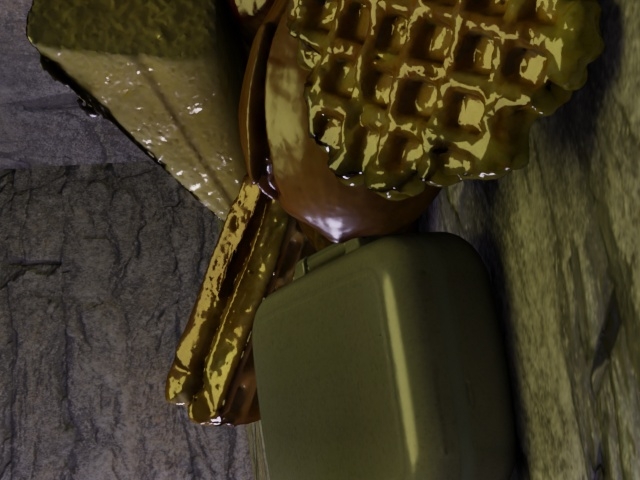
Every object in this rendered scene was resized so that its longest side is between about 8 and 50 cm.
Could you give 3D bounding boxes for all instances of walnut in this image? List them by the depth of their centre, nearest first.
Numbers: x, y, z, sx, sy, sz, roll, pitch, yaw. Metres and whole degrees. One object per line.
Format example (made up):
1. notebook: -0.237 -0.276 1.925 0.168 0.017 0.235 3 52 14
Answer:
1. walnut: 0.046 -0.164 1.168 0.209 0.208 0.336 -139 64 -77

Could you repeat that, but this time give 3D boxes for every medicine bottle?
1. medicine bottle: 0.049 0.140 1.279 0.375 0.123 0.282 150 112 -65

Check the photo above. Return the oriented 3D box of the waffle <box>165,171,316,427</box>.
1. waffle: -0.052 0.056 1.585 0.224 0.098 0.328 -2 -66 -63

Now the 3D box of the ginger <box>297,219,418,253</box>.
1. ginger: 0.030 -0.084 1.386 0.165 0.172 0.321 27 129 34

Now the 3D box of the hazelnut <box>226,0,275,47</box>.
1. hazelnut: -0.033 -0.306 1.565 0.186 0.210 0.210 -54 -7 -22

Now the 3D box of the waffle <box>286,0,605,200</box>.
1. waffle: 0.080 -0.174 0.963 0.300 0.058 0.282 -11 81 48

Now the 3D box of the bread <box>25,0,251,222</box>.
1. bread: -0.191 -0.216 1.666 0.346 0.242 0.405 -88 -10 -47
